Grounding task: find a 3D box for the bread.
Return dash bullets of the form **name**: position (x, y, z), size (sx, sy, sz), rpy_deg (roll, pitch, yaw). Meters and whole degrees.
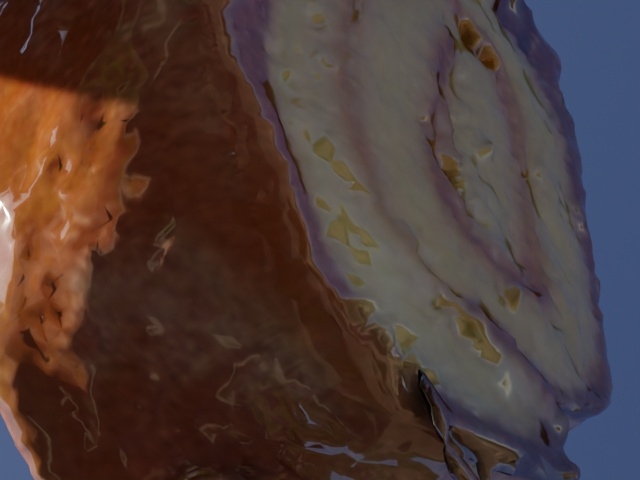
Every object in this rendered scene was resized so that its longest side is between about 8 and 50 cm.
- **bread**: position (-0.008, -0.005, 0.524), size (0.123, 0.244, 0.190), rpy_deg (-34, -52, 27)
